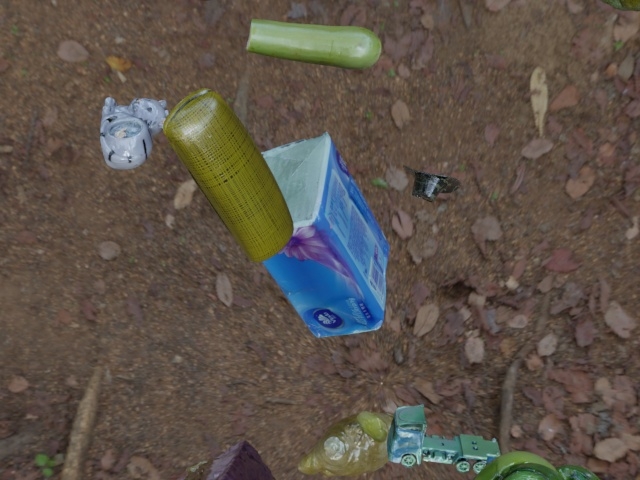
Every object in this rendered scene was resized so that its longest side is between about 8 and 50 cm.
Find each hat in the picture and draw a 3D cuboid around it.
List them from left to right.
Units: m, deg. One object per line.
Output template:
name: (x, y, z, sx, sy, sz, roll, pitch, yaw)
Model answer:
hat: (0.193, -0.097, 1.354, 0.121, 0.121, 0.050, 20, 86, 8)

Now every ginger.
ginger: (0.071, 0.370, 1.355, 0.216, 0.157, 0.102, -4, 48, -36)

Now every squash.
squash: (-0.010, -0.364, 1.391, 0.250, 0.083, 0.083, 6, 80, -7)

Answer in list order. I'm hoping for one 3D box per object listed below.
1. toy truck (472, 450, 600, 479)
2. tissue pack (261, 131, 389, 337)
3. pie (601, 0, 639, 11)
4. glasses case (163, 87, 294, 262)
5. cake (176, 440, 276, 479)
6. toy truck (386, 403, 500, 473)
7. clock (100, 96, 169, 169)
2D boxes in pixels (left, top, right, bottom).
toy truck: (0.164, 0.290, 0.605, 0.210, 0.148, 0.187, -48, 55, 11)
tissue pack: (0.000, 0.000, 1.201, 0.146, 0.263, 0.198, -13, 44, 23)
pie: (0.320, -0.371, 0.810, 0.078, 0.277, 0.277, -32, 78, -5)
glasses case: (-0.093, -0.066, 0.838, 0.079, 0.234, 0.064, -43, 47, -14)
cake: (-0.100, 0.212, 0.506, 0.116, 0.295, 0.113, -40, 76, 6)
toy truck: (0.193, 0.308, 1.168, 0.175, 0.067, 0.081, 7, 112, 0)
clock: (-0.335, -0.201, 1.374, 0.117, 0.080, 0.176, -8, 44, -3)
